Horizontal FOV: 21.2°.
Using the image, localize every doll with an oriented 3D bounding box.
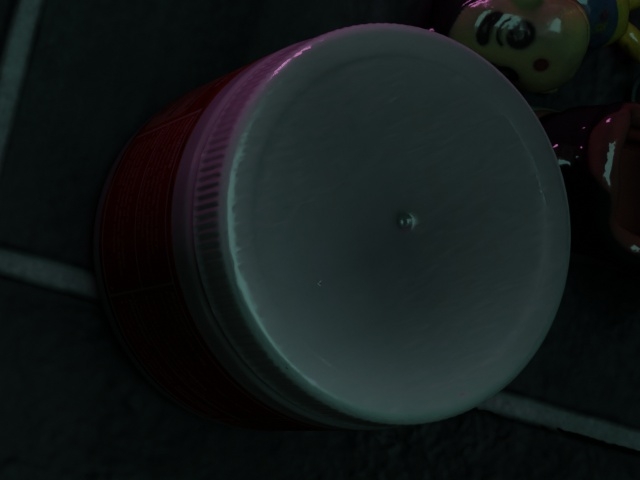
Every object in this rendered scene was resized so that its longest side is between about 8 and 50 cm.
[{"bbox_3d":[0.144,-0.132,1.054,0.179,0.102,0.089,-6,44,-23],"label":"doll"}]

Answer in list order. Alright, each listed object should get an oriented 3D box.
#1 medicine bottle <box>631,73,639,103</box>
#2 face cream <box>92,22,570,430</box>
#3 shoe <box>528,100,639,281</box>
[{"bbox_3d":[0.303,-0.105,1.143,0.208,0.053,0.090,-10,89,-28],"label":"medicine bottle"},{"bbox_3d":[0.000,0.000,0.903,0.201,0.187,0.201,3,83,-26],"label":"face cream"},{"bbox_3d":[0.239,-0.017,1.055,0.291,0.137,0.114,20,76,-24],"label":"shoe"}]
